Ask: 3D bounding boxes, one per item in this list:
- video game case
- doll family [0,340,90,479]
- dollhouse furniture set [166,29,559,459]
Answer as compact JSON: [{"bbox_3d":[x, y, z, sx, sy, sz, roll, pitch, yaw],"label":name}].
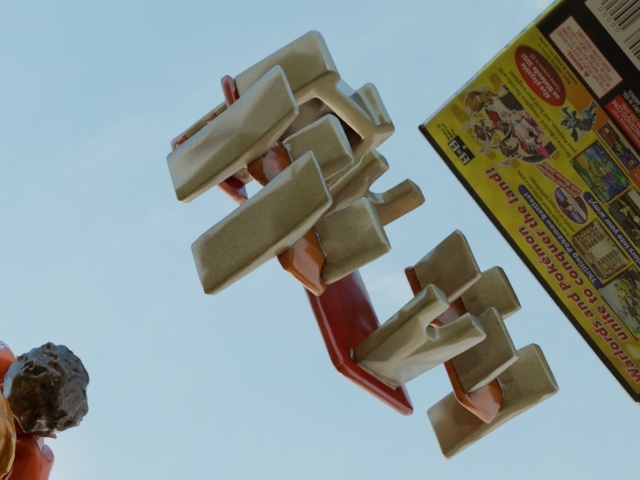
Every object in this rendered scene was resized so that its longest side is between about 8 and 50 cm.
[{"bbox_3d":[0.230,-0.044,1.054,0.275,0.035,0.248,52,-45,4],"label":"video game case"},{"bbox_3d":[-0.140,0.153,0.589,0.163,0.118,0.263,-46,-125,39],"label":"doll family"},{"bbox_3d":[0.000,0.000,0.946,0.135,0.262,0.259,-36,-135,16],"label":"dollhouse furniture set"}]
